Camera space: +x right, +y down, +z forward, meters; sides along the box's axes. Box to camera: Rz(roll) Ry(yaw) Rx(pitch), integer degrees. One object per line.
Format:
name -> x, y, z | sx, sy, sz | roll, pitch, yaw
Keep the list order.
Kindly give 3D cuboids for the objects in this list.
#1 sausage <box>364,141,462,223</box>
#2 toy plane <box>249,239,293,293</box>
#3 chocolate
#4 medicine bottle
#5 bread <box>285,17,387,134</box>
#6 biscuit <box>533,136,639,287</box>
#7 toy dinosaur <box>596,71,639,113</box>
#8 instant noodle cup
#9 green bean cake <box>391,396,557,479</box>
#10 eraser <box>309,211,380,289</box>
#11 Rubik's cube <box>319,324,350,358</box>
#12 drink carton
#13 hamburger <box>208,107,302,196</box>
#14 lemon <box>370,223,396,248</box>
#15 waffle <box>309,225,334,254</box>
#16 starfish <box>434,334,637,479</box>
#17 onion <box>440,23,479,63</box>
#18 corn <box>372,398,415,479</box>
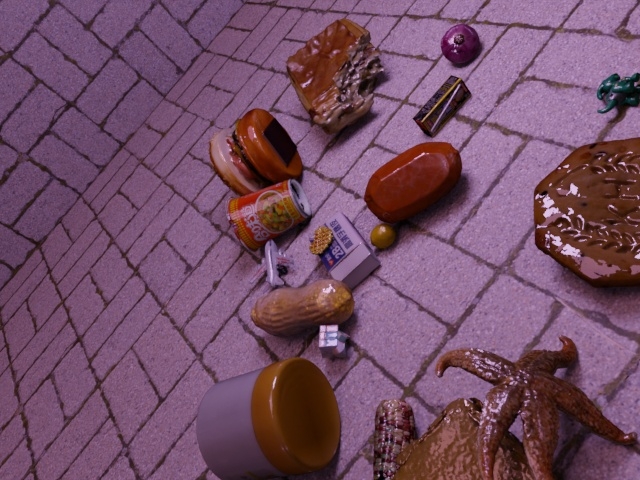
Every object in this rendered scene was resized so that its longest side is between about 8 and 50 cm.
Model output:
sausage -> 0.235, -0.150, 1.513 | 0.268, 0.153, 0.141 | -33, 4, 18
toy plane -> -0.140, 0.070, 1.749 | 0.162, 0.065, 0.171 | -26, 42, 26
chocolate -> -0.046, 0.176, 1.522 | 0.309, 0.134, 0.134 | -14, 49, 33
medicine bottle -> -0.112, 0.398, 1.310 | 0.232, 0.238, 0.238 | -23, 45, 30
bread -> 0.071, -0.528, 1.966 | 0.314, 0.191, 0.370 | -36, 52, 6
biscuit -> 0.587, -0.064, 1.151 | 0.359, 0.046, 0.359 | -16, 50, 20
toy dinosaur -> 0.668, -0.334, 1.350 | 0.132, 0.059, 0.096 | -52, 29, -19
instant noodle cup -> -0.150, -0.089, 1.815 | 0.212, 0.193, 0.193 | -24, 44, 16
green bean cake -> 0.263, 0.417, 1.029 | 0.230, 0.131, 0.224 | -50, 38, 0
eraser -> 0.062, 0.027, 1.596 | 0.124, 0.068, 0.210 | -42, 40, 8
Rubik's cube -> 0.036, 0.244, 1.436 | 0.073, 0.084, 0.075 | -5, 68, 8
drink carton -> 0.341, -0.375, 1.671 | 0.166, 0.071, 0.056 | -49, 36, 1
hamburger -> -0.215, -0.270, 1.933 | 0.225, 0.291, 0.291 | -32, 41, 26
lemon -> 0.160, -0.011, 1.540 | 0.083, 0.062, 0.062 | -39, 35, 41
waffle -> 0.001, 0.001, 1.609 | 0.078, 0.016, 0.085 | 19, 77, 51
starfish -> 0.343, 0.260, 1.003 | 0.375, 0.094, 0.327 | -25, 41, -35
onion -> 0.413, -0.578, 1.765 | 0.115, 0.104, 0.115 | 0, 90, 8
corn -> 0.144, 0.437, 1.162 | 0.086, 0.086, 0.253 | -19, 49, 31
